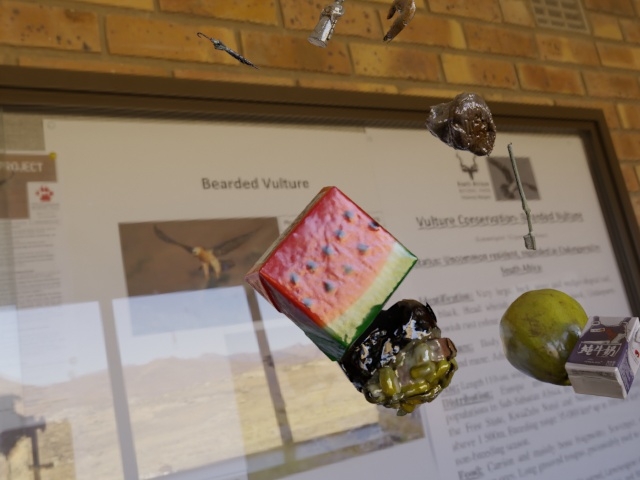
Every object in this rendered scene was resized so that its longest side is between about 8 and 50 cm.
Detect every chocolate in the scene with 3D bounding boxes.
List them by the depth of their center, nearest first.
[{"bbox_3d":[0.037,0.077,1.576,0.360,0.341,0.161,-49,0,-14],"label":"chocolate"}]

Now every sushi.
[{"bbox_3d":[0.244,0.369,1.782,0.327,0.285,0.329,-36,-24,-12],"label":"sushi"}]

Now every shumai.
[{"bbox_3d":[0.463,-0.396,1.972,0.218,0.184,0.185,17,17,-37],"label":"shumai"}]

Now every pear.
[{"bbox_3d":[0.711,0.311,1.850,0.287,0.375,0.288,-3,-58,-5],"label":"pear"}]

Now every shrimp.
[{"bbox_3d":[0.236,-0.704,1.892,0.045,0.095,0.162,-26,-13,-47],"label":"shrimp"}]

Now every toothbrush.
[{"bbox_3d":[0.506,-0.106,1.500,0.028,0.295,0.026,-16,19,0],"label":"toothbrush"}]

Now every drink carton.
[{"bbox_3d":[0.767,0.306,1.600,0.134,0.102,0.222,-8,27,48],"label":"drink carton"}]

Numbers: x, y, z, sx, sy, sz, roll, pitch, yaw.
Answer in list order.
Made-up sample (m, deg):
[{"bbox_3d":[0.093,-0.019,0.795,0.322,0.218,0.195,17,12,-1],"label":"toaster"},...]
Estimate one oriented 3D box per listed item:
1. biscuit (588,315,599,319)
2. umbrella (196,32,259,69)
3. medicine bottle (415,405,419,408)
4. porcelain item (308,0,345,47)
[{"bbox_3d":[0.879,0.325,1.887,0.118,0.029,0.247,-49,14,19],"label":"biscuit"},{"bbox_3d":[-0.329,-0.688,2.180,0.269,0.044,0.044,22,-18,-34],"label":"umbrella"},{"bbox_3d":[0.340,0.475,2.095,0.130,0.130,0.341,-8,-35,-11],"label":"medicine bottle"},{"bbox_3d":[0.037,-0.745,1.973,0.084,0.213,0.054,25,-4,30],"label":"porcelain item"}]
